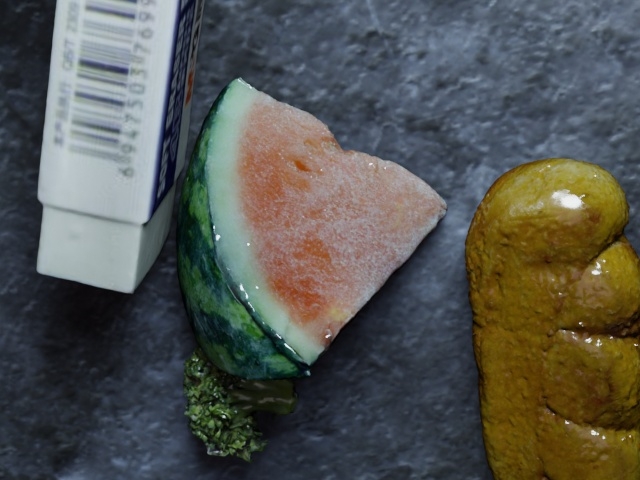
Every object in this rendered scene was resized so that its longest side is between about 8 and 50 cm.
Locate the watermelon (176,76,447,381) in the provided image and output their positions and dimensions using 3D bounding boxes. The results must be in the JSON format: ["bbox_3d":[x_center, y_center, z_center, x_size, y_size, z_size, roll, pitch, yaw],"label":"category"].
[{"bbox_3d":[-0.020,-0.004,1.112,0.202,0.207,0.136,-34,132,2],"label":"watermelon"}]

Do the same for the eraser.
[{"bbox_3d":[-0.131,-0.116,1.088,0.081,0.124,0.279,11,113,3],"label":"eraser"}]

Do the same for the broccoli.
[{"bbox_3d":[-0.058,0.103,1.200,0.092,0.097,0.095,10,144,8],"label":"broccoli"}]

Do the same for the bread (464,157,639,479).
[{"bbox_3d":[0.178,0.100,1.167,0.124,0.084,0.344,4,115,29],"label":"bread"}]
